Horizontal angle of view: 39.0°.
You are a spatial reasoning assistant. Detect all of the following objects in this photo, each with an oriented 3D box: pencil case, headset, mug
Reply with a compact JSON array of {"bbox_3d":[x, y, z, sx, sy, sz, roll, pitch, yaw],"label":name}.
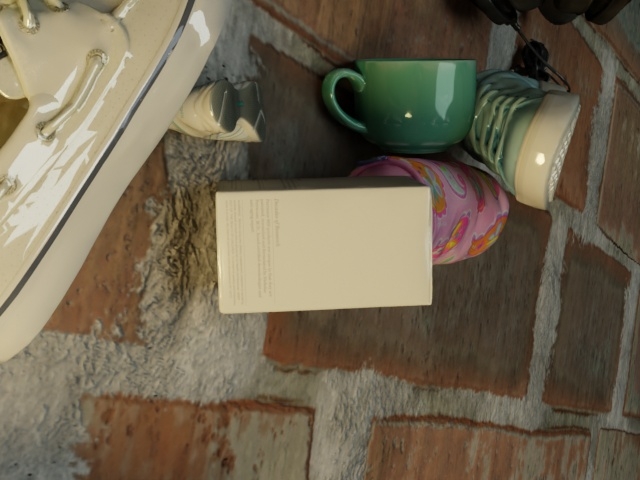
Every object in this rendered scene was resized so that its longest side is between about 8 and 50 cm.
[{"bbox_3d":[0.112,-0.030,0.985,0.284,0.124,0.124,-7,100,-62],"label":"pencil case"},{"bbox_3d":[0.292,-0.357,1.158,0.185,0.244,0.394,-76,164,-47],"label":"headset"},{"bbox_3d":[0.088,-0.146,0.976,0.129,0.158,0.097,-48,138,-73],"label":"mug"}]

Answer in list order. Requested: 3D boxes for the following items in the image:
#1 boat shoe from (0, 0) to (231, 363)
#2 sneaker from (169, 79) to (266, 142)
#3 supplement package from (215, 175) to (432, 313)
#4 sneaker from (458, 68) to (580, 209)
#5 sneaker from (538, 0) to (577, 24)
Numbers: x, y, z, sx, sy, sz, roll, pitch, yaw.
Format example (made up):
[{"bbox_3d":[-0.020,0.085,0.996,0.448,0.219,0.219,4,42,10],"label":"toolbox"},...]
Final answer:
[{"bbox_3d":[-0.190,-0.113,0.582,0.156,0.136,0.367,39,75,-44],"label":"boat shoe"},{"bbox_3d":[-0.089,-0.112,0.784,0.152,0.061,0.053,-6,92,-73],"label":"sneaker"},{"bbox_3d":[0.000,0.000,0.790,0.105,0.179,0.105,-121,-151,-80],"label":"supplement package"},{"bbox_3d":[0.206,-0.127,1.045,0.366,0.150,0.135,-49,152,-74],"label":"sneaker"},{"bbox_3d":[0.299,-0.437,1.259,0.130,0.109,0.286,-32,113,-37],"label":"sneaker"}]
